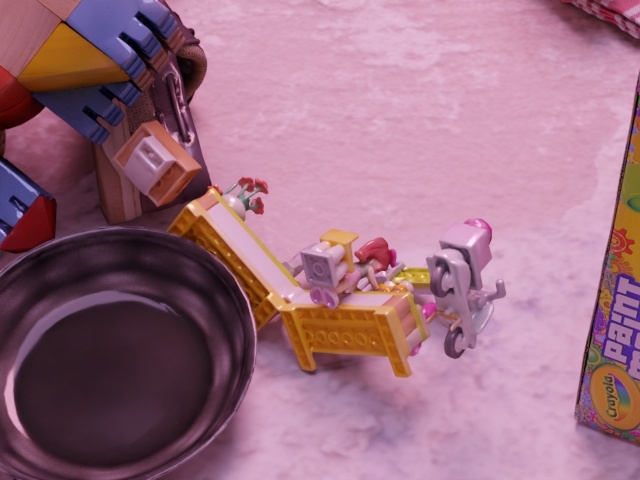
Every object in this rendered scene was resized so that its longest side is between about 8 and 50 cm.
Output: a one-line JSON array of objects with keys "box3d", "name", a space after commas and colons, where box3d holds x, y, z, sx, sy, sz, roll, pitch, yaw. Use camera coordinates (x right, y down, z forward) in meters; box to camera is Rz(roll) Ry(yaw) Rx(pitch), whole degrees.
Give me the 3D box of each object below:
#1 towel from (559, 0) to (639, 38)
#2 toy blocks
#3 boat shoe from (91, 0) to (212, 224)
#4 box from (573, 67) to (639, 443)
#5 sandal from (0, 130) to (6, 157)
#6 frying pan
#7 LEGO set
[{"box3d": [0.316, -0.199, 1.192, 0.144, 0.029, 0.197, -30, 52, -29], "name": "towel"}, {"box3d": [-0.210, -0.173, 0.944, 0.261, 0.191, 0.381, 38, 88, 4], "name": "toy blocks"}, {"box3d": [-0.134, -0.131, 1.089, 0.092, 0.103, 0.285, -3, 49, -8], "name": "boat shoe"}, {"box3d": [0.292, -0.049, 0.858, 0.177, 0.290, 0.279, 18, 49, 18], "name": "box"}, {"box3d": [-0.277, -0.065, 1.054, 0.079, 0.088, 0.240, 38, 60, 4], "name": "sandal"}, {"box3d": [-0.138, 0.129, 0.862, 0.197, 0.053, 0.326, -2, 55, 3], "name": "frying pan"}, {"box3d": [0.000, 0.000, 0.942, 0.287, 0.132, 0.107, 23, 41, 30], "name": "LEGO set"}]
